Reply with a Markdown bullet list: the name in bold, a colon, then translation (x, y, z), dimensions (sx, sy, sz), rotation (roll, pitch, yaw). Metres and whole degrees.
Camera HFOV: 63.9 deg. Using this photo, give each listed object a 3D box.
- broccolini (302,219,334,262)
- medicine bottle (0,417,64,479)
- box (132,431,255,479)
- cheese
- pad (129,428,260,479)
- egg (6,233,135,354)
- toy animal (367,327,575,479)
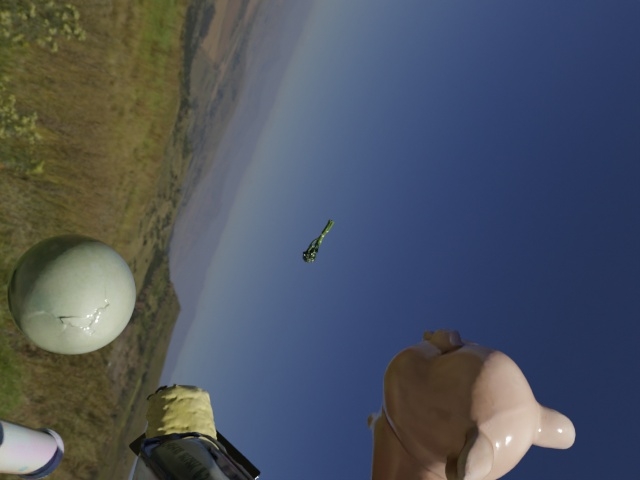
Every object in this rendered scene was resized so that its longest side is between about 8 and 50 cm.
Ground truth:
- **broccolini**: translation (0.000, 0.000, 1.294), dimensions (0.035, 0.030, 0.140), rotation (2, -132, 47)
- **medicine bottle**: translation (-0.607, 0.383, 0.961), dimensions (0.426, 0.108, 0.108), rotation (105, 0, -62)
- **box**: translation (-0.160, 0.418, 0.560), dimensions (0.190, 0.112, 0.370), rotation (22, -83, 44)
- **cheese**: translation (-0.242, 0.346, 0.899), dimensions (0.094, 0.123, 0.167), rotation (-55, -141, 33)
- **pad**: translation (-0.276, 0.480, 1.123), dimensions (0.159, 0.265, 0.009), rotation (-33, 142, -39)
- **egg**: translation (-0.243, 0.052, 0.506), dimensions (0.152, 0.114, 0.114), rotation (27, -85, 54)
- **toy animal**: translation (0.167, 0.285, 0.700), dimensions (0.269, 0.236, 0.327), rotation (-10, -102, 52)
